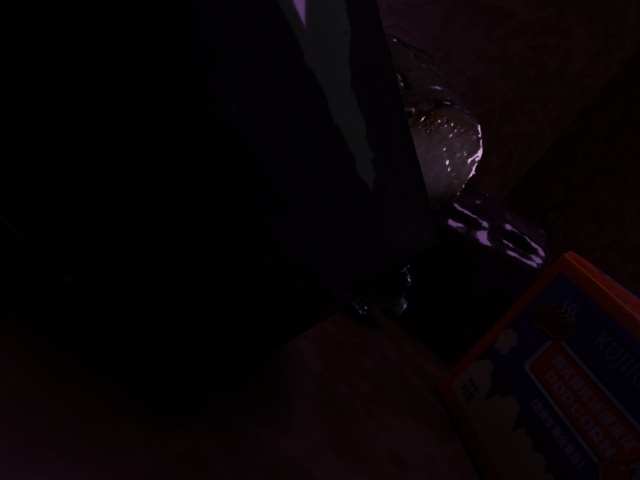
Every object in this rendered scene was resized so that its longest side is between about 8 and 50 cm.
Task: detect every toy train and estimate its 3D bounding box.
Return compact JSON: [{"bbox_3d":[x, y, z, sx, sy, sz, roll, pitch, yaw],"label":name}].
[{"bbox_3d":[0.033,-0.009,0.777,0.248,0.101,0.159,55,4,-15],"label":"toy train"}]

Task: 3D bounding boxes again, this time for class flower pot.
[{"bbox_3d":[-0.057,-0.052,0.438,0.251,0.379,0.379,59,18,6],"label":"flower pot"}]

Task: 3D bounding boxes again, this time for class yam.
[{"bbox_3d":[0.115,-0.180,0.856,0.195,0.195,0.300,31,28,-28],"label":"yam"}]

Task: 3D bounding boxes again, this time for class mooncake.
[{"bbox_3d":[0.235,0.016,0.990,0.350,0.212,0.381,25,16,7],"label":"mooncake"}]

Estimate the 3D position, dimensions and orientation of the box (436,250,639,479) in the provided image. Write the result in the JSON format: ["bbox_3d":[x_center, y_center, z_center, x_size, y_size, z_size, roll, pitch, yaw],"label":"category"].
[{"bbox_3d":[0.370,0.246,0.614,0.318,0.257,0.349,34,16,-23],"label":"box"}]

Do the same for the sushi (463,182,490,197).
[{"bbox_3d":[0.242,-0.104,1.409,0.294,0.178,0.352,-2,42,-49],"label":"sushi"}]
